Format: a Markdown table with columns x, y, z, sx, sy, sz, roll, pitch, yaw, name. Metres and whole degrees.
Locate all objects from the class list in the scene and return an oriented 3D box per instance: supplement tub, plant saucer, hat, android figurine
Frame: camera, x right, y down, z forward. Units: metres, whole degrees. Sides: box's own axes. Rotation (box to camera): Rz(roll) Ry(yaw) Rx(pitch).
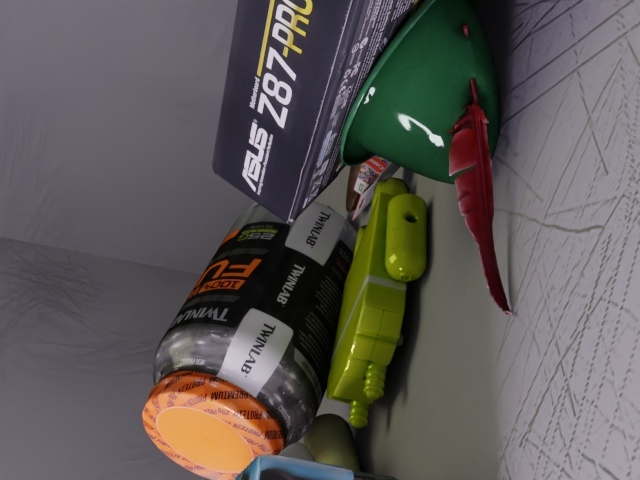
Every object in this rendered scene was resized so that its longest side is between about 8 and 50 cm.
| x | y | z | sx | sy | sz | roll | pitch | yaw | name |
| --- | --- | --- | --- | --- | --- | --- | --- | --- | --- |
| -0.074 | 0.117 | 1.019 | 0.338 | 0.207 | 0.207 | -65 | -6 | -46 | supplement tub |
| 0.072 | -0.124 | 1.272 | 0.168 | 0.029 | 0.169 | -170 | 90 | -85 | plant saucer |
| 0.132 | -0.073 | 0.626 | 0.208 | 0.183 | 0.173 | -52 | -14 | -1 | hat |
| 0.058 | 0.067 | 0.881 | 0.248 | 0.056 | 0.273 | 108 | 173 | -47 | android figurine |

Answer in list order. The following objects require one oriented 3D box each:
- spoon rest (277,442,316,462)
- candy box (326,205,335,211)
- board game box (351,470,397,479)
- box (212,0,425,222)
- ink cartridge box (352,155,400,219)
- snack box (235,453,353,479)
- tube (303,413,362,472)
| x | y | z | sx | sy | sz | roll | pitch | yaw | name |
| --- | --- | --- | --- | --- | --- | --- | --- | --- | --- |
| -0.043 | 0.310 | 0.839 | 0.137 | 0.084 | 0.276 | -50 | -32 | -35 | spoon rest |
| 0.000 | 0.000 | 1.396 | 0.109 | 0.053 | 0.187 | -46 | 9 | 1 | candy box |
| 0.022 | 0.303 | 0.590 | 0.303 | 0.097 | 0.224 | 142 | 139 | -80 | board game box |
| 0.066 | -0.241 | 0.609 | 0.318 | 0.097 | 0.395 | -46 | -16 | -36 | box |
| 0.066 | -0.083 | 0.975 | 0.115 | 0.029 | 0.063 | -48 | -13 | -28 | ink cartridge box |
| -0.043 | 0.297 | 0.466 | 0.187 | 0.060 | 0.322 | 116 | 164 | -68 | snack box |
| 0.020 | 0.260 | 0.881 | 0.062 | 0.070 | 0.240 | -49 | 12 | 4 | tube |
